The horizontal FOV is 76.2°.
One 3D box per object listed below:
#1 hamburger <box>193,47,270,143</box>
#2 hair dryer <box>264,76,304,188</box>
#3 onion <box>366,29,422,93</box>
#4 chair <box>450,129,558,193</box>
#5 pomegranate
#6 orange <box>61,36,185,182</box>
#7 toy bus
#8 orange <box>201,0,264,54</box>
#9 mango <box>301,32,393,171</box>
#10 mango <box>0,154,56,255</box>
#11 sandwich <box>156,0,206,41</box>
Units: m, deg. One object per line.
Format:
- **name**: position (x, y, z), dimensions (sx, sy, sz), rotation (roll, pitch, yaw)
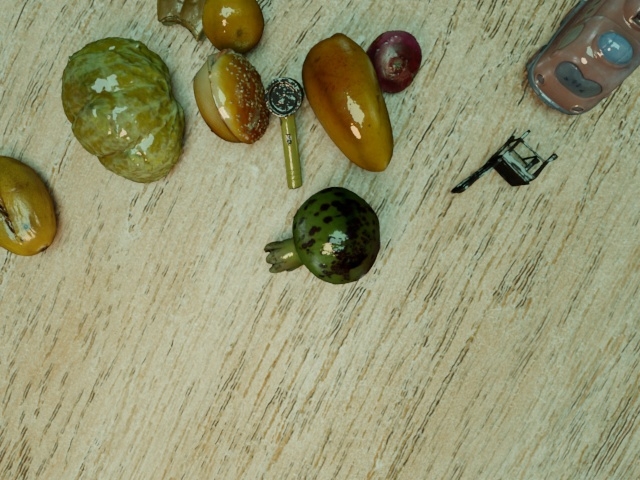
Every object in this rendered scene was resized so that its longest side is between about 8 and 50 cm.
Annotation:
- **hamburger**: position (-0.211, -0.344, 0.999), dimensions (0.147, 0.237, 0.237), rotation (-21, 94, 19)
- **hair dryer**: position (-0.080, -0.275, 1.060), dimensions (0.090, 0.135, 0.279), rotation (-5, 112, 1)
- **onion**: position (0.182, -0.446, 1.017), dimensions (0.150, 0.140, 0.150), rotation (3, 111, 8)
- **chair**: position (0.463, -0.167, 1.053), dimensions (0.113, 0.106, 0.229), rotation (45, 96, -1)
- **pomegranate**: position (0.004, -0.017, 1.036), dimensions (0.306, 0.242, 0.242), rotation (5, 96, 31)
- **orange**: position (-0.495, -0.330, 1.011), dimensions (0.271, 0.210, 0.369), rotation (-22, 92, 5)
- **toy bus**: position (0.661, -0.457, 0.959), dimensions (0.197, 0.232, 0.294), rotation (39, 94, -2)
- **orange**: position (-0.218, -0.546, 1.014), dimensions (0.154, 0.155, 0.134), rotation (-26, 63, 3)
- **mango**: position (0.071, -0.324, 1.007), dimensions (0.201, 0.199, 0.350), rotation (-31, 78, 46)
- **mango**: position (-0.813, -0.098, 1.077), dimensions (0.177, 0.120, 0.295), rotation (-26, 94, 1)
- **sandwich**: position (-0.361, -0.655, 1.050), dimensions (0.245, 0.063, 0.212), rotation (38, 96, -1)
